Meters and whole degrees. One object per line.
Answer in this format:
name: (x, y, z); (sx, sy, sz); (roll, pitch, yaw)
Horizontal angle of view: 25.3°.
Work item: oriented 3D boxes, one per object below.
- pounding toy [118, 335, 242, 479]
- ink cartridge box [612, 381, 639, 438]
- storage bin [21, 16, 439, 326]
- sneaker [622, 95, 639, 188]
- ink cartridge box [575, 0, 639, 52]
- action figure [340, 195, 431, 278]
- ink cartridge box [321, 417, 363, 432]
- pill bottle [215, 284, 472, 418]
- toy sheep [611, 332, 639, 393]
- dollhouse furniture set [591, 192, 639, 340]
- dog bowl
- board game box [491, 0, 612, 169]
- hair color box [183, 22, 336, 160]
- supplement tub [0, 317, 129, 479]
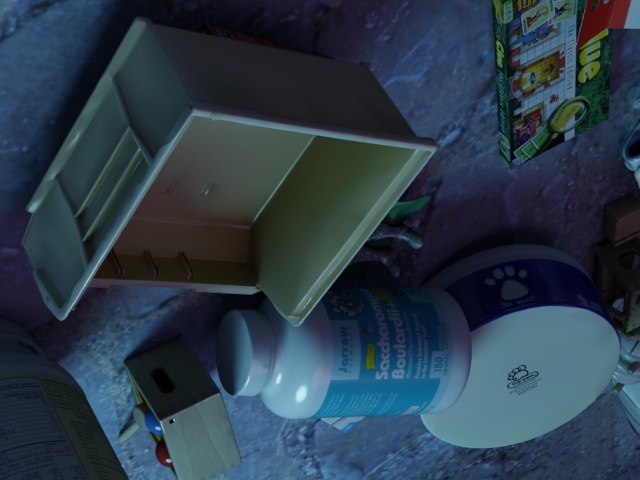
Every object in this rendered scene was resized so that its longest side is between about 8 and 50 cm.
pounding toy: (-0.165, 0.190, 1.535); (0.100, 0.141, 0.130); (-24, 129, -16)
ink cartridge box: (0.547, 0.232, 2.187); (0.158, 0.092, 0.218); (-36, 143, 0)
storage bin: (-0.087, -0.042, 1.235); (0.262, 0.123, 0.260); (4, 133, -42)
sneaker: (0.425, -0.094, 1.725); (0.129, 0.111, 0.297); (-17, 135, -6)
ink cartridge box: (0.338, -0.274, 1.439); (0.179, 0.045, 0.145); (-36, 149, -32)
action figure: (0.000, 0.000, 1.501); (0.232, 0.063, 0.137); (4, 132, -38)
ink cartridge box: (0.024, 0.206, 1.777); (0.048, 0.028, 0.083); (-42, 144, 9)
pill bottle: (0.023, 0.122, 1.564); (0.264, 0.146, 0.146); (1, 131, -29)
toy sheep: (0.437, 0.162, 2.020); (0.091, 0.091, 0.132); (-18, 157, -24)
dollhouse furniture set: (0.357, 0.062, 1.825); (0.161, 0.101, 0.182); (-27, 144, -13)
dog bowl: (0.227, 0.133, 1.746); (0.264, 0.104, 0.265); (-11, 136, -11)
board game box: (0.247, -0.193, 1.508); (0.136, 0.030, 0.260); (-30, 144, -12)
hair color box: (-0.056, -0.132, 1.305); (0.167, 0.053, 0.093); (9, 126, -43)
supplement tub: (-0.293, 0.251, 1.311); (0.235, 0.325, 0.235); (-22, 143, -18)
